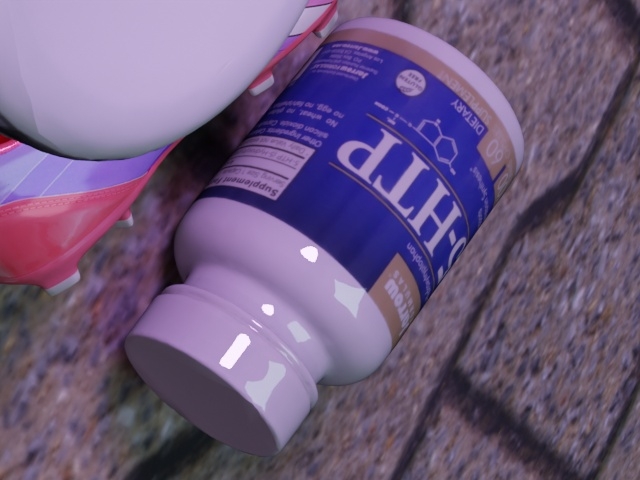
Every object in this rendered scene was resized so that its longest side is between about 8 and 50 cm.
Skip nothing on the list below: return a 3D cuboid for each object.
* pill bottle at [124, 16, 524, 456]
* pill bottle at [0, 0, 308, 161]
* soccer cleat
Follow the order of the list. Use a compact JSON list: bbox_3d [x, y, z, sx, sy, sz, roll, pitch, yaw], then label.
[{"bbox_3d":[0.000,0.000,0.811,0.186,0.112,0.112,-53,145,-23],"label":"pill bottle"},{"bbox_3d":[-0.122,-0.115,0.429,0.130,0.246,0.130,-36,137,-41],"label":"pill bottle"},{"bbox_3d":[-0.065,-0.089,0.695,0.248,0.083,0.095,-51,140,-22],"label":"soccer cleat"}]
